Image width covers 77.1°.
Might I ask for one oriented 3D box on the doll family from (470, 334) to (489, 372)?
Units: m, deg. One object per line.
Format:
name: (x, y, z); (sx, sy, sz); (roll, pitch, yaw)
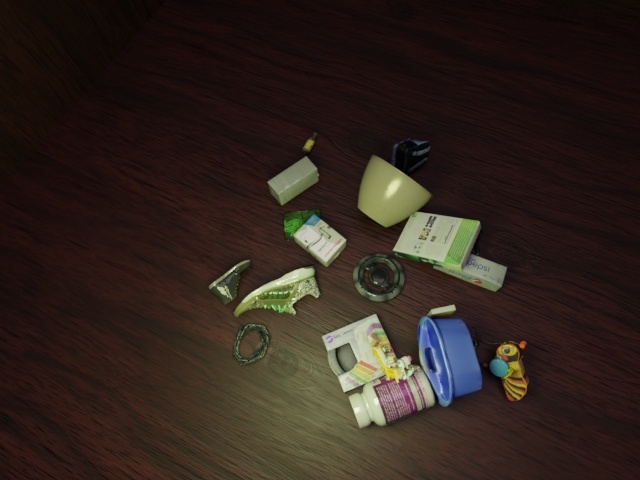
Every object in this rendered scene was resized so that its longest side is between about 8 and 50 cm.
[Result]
doll family: (0.611, 0.462, 1.645); (0.112, 0.076, 0.192); (-8, 72, -4)

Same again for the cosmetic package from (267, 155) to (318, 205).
cosmetic package: (-0.130, -0.292, 1.976); (0.238, 0.127, 0.107); (-37, 71, -13)

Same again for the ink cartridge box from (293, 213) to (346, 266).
ink cartridge box: (0.000, 0.000, 1.863); (0.203, 0.086, 0.148); (38, 76, 15)

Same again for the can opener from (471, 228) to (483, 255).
can opener: (0.687, 0.005, 1.801); (0.059, 0.073, 0.186); (21, 40, 10)

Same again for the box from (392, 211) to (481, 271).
box: (0.510, -0.004, 1.775); (0.322, 0.058, 0.232); (14, 66, 42)

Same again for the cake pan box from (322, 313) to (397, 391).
cake pan box: (0.161, 0.469, 1.672); (0.267, 0.070, 0.245); (-20, 65, -5)

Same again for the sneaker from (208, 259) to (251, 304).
sneaker: (-0.385, 0.189, 1.829); (0.222, 0.083, 0.118); (-39, 89, -19)

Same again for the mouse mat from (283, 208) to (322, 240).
mouse mat: (-0.085, -0.078, 1.948); (0.190, 0.007, 0.152); (-7, 67, 2)

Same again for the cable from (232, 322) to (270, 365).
cable: (-0.298, 0.450, 1.726); (0.151, 0.047, 0.184); (14, 66, 4)

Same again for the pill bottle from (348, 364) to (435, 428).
pill bottle: (0.269, 0.608, 1.551); (0.302, 0.169, 0.169); (-19, 68, -5)

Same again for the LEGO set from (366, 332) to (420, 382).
LEGO set: (0.286, 0.450, 1.542); (0.107, 0.287, 0.132); (-14, 104, -16)

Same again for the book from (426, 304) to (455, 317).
book: (0.498, 0.306, 1.675); (0.097, 0.144, 0.035); (-11, 67, -1)

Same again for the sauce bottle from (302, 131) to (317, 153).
sauce bottle: (-0.052, -0.514, 2.108); (0.042, 0.042, 0.128); (24, 73, 13)

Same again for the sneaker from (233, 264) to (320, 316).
sneaker: (-0.180, 0.260, 1.751); (0.411, 0.158, 0.181); (-26, 86, -2)

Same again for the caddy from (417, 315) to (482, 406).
caddy: (0.474, 0.459, 1.561); (0.180, 0.241, 0.340); (-6, 66, -8)

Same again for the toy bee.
toy bee: (0.737, 0.466, 1.562); (0.298, 0.162, 0.195); (52, 37, -5)

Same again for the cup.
cup: (0.306, -0.200, 1.835); (0.331, 0.331, 0.236); (37, 101, 17)

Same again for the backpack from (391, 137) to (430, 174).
backpack: (0.453, -0.428, 1.984); (0.173, 0.158, 0.117); (-28, 50, -22)

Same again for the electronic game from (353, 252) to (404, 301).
electronic game: (0.261, 0.164, 1.801); (0.230, 0.048, 0.229); (-2, 66, 4)

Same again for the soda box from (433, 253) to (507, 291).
soda box: (0.656, 0.120, 1.771); (0.287, 0.091, 0.098); (21, 69, 12)
